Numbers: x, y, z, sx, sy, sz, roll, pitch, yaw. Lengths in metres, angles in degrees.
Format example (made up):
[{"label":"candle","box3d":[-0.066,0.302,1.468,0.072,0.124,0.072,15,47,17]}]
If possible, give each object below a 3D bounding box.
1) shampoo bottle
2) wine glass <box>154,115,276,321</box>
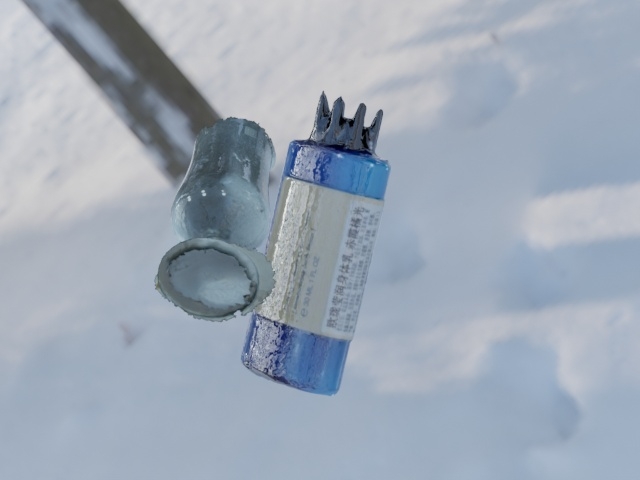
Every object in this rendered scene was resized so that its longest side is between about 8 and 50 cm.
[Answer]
[{"label":"shampoo bottle","box3d":[0.000,0.000,1.221,0.087,0.050,0.183,18,96,54]},{"label":"wine glass","box3d":[-0.032,-0.010,0.703,0.042,0.039,0.083,-25,29,23]}]
